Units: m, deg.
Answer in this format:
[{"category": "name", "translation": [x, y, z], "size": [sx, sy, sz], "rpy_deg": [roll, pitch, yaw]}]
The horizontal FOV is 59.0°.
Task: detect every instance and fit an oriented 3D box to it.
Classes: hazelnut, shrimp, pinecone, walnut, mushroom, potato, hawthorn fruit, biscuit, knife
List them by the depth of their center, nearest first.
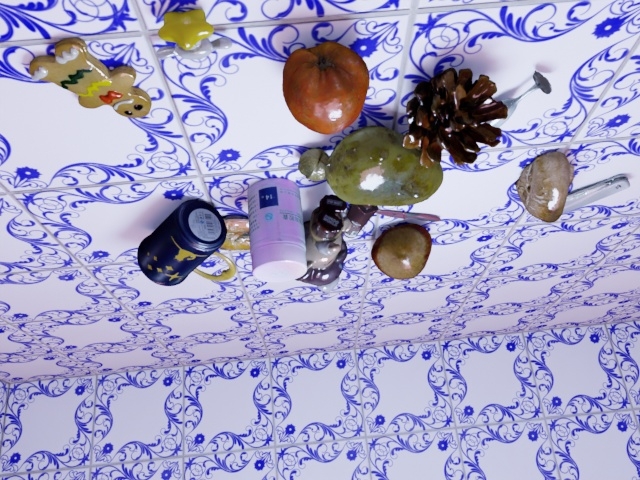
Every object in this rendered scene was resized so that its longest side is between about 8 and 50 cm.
[{"category": "hawthorn fruit", "translation": [0.008, -0.297, 1.115], "size": [0.190, 0.189, 0.189], "rpy_deg": [-5, 155, -2]}, {"category": "biscuit", "translation": [-0.444, -0.309, 1.136], "size": [0.158, 0.035, 0.240], "rpy_deg": [-20, 151, 31]}, {"category": "pinecone", "translation": [0.290, -0.257, 1.222], "size": [0.201, 0.202, 0.229], "rpy_deg": [17, 156, 41]}, {"category": "potato", "translation": [0.163, -0.177, 1.387], "size": [0.308, 0.173, 0.210], "rpy_deg": [6, 133, -28]}, {"category": "walnut", "translation": [-0.014, -0.191, 1.430], "size": [0.092, 0.092, 0.092], "rpy_deg": [-5, 155, -2]}, {"category": "mushroom", "translation": [0.660, -0.126, 1.640], "size": [0.156, 0.151, 0.285], "rpy_deg": [-9, 155, 8]}, {"category": "shrimp", "translation": [-0.217, -0.019, 1.772], "size": [0.317, 0.062, 0.164], "rpy_deg": [5, 151, -15]}, {"category": "knife", "translation": [0.826, -0.140, 1.778], "size": [0.266, 0.040, 0.073], "rpy_deg": [-22, 141, 31]}, {"category": "knife", "translation": [0.276, -0.080, 1.810], "size": [0.248, 0.018, 0.035], "rpy_deg": [7, 155, -19]}, {"category": "hazelnut", "translation": [0.277, 0.042, 1.873], "size": [0.210, 0.186, 0.210], "rpy_deg": [-12, 141, -10]}]

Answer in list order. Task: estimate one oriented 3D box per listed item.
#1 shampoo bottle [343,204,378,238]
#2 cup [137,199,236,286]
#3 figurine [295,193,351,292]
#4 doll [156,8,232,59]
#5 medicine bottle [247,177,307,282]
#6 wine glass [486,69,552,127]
[{"category": "shampoo bottle", "translation": [0.121, -0.086, 1.703], "size": [0.068, 0.067, 0.236], "rpy_deg": [-16, 159, -25]}, {"category": "cup", "translation": [-0.368, 0.011, 1.673], "size": [0.255, 0.178, 0.256], "rpy_deg": [10, 149, -40]}, {"category": "figurine", "translation": [0.020, -0.001, 1.675], "size": [0.207, 0.217, 0.365], "rpy_deg": [8, 155, -22]}, {"category": "doll", "translation": [-0.229, -0.364, 1.037], "size": [0.136, 0.071, 0.113], "rpy_deg": [-1, 163, -22]}, {"category": "medicine bottle", "translation": [-0.120, -0.027, 1.547], "size": [0.152, 0.253, 0.152], "rpy_deg": [-6, 154, -3]}, {"category": "wine glass", "translation": [0.433, -0.308, 1.310], "size": [0.066, 0.066, 0.198], "rpy_deg": [11, 151, -32]}]
